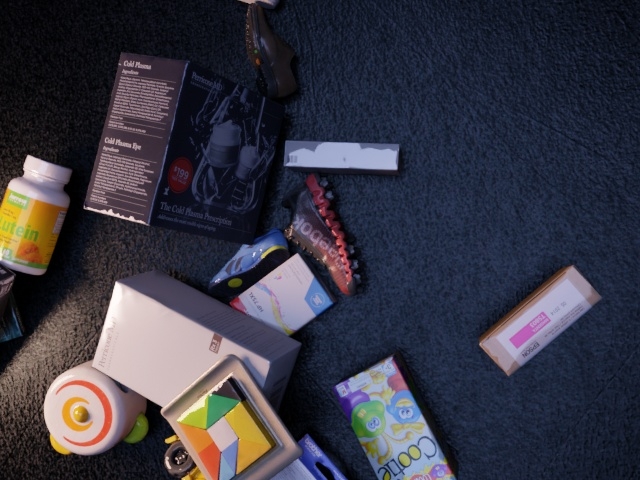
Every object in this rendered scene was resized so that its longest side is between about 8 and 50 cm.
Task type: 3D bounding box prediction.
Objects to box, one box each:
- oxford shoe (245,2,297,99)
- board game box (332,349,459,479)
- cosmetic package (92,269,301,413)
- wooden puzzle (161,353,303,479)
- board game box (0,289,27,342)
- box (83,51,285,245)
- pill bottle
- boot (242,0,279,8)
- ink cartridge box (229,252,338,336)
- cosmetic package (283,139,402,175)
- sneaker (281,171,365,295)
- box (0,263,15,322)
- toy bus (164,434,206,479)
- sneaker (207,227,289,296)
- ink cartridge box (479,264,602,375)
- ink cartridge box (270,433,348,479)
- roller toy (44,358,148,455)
[{"bbox_3d":[-0.106,-0.414,1.873,0.096,0.083,0.227,-13,80,-18],"label":"oxford shoe"},{"bbox_3d":[0.156,0.384,1.755,0.144,0.142,0.275,-29,83,8],"label":"board game box"},{"bbox_3d":[-0.258,0.237,1.778,0.385,0.156,0.217,22,106,18],"label":"cosmetic package"},{"bbox_3d":[-0.178,0.370,1.656,0.221,0.044,0.238,-41,81,23],"label":"wooden puzzle"},{"bbox_3d":[-0.761,0.146,1.966,0.126,0.026,0.186,-17,92,9],"label":"board game box"},{"bbox_3d":[-0.262,-0.173,1.729,0.179,0.343,0.312,13,90,30],"label":"box"},{"bbox_3d":[-0.639,-0.059,1.908,0.136,0.136,0.245,20,91,10],"label":"pill bottle"},{"bbox_3d":[-0.196,-0.606,1.887,0.258,0.095,0.123,19,85,1],"label":"boot"},{"bbox_3d":[-0.095,0.146,1.839,0.231,0.078,0.134,-37,83,7],"label":"ink cartridge box"},{"bbox_3d":[0.050,-0.175,1.818,0.239,0.099,0.060,3,86,9],"label":"cosmetic package"},{"bbox_3d":[0.000,0.000,1.820,0.135,0.097,0.276,-24,82,8],"label":"sneaker"},{"bbox_3d":[-0.820,0.136,1.895,0.242,0.076,0.307,34,119,14],"label":"box"},{"bbox_3d":[-0.191,0.478,1.786,0.211,0.149,0.220,-28,53,0],"label":"toy bus"},{"bbox_3d":[-0.160,0.047,1.869,0.209,0.069,0.082,-33,51,15],"label":"sneaker"},{"bbox_3d":[0.427,0.155,1.693,0.235,0.193,0.088,-41,82,6],"label":"ink cartridge box"},{"bbox_3d":[-0.076,0.574,1.828,0.311,0.065,0.186,-44,81,8],"label":"ink cartridge box"},{"bbox_3d":[-0.489,0.358,1.852,0.209,0.146,0.191,-8,93,14],"label":"roller toy"}]
